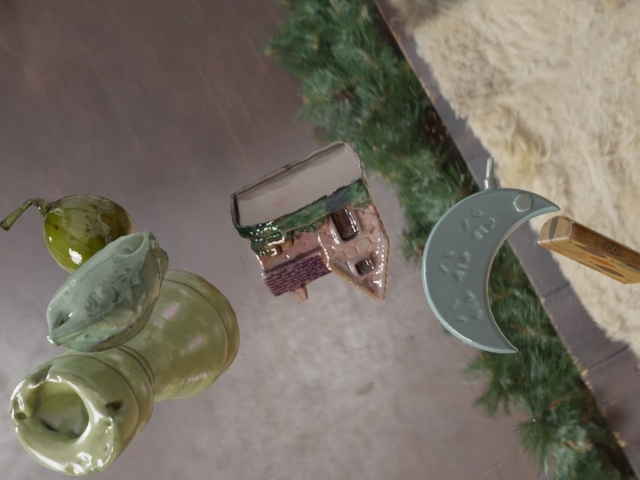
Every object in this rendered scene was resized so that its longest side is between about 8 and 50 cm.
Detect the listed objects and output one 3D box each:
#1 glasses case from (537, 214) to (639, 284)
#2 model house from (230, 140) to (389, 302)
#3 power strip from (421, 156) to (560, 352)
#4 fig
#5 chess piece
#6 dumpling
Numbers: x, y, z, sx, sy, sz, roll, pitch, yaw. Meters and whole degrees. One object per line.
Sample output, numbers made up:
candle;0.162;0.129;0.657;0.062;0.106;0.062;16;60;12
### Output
glasses case;0.384;0.013;1.354;0.170;0.065;0.041;23;73;-24
model house;0.000;0.000;1.681;0.237;0.202;0.237;-27;118;-1
power strip;0.189;0.014;1.128;0.137;0.044;0.215;15;87;10
fig;-0.397;-0.020;1.630;0.186;0.142;0.148;44;112;13
chess piece;-0.309;0.210;1.623;0.234;0.442;0.234;4;105;14
dumpling;-0.291;0.091;1.412;0.217;0.105;0.149;-44;115;-25
